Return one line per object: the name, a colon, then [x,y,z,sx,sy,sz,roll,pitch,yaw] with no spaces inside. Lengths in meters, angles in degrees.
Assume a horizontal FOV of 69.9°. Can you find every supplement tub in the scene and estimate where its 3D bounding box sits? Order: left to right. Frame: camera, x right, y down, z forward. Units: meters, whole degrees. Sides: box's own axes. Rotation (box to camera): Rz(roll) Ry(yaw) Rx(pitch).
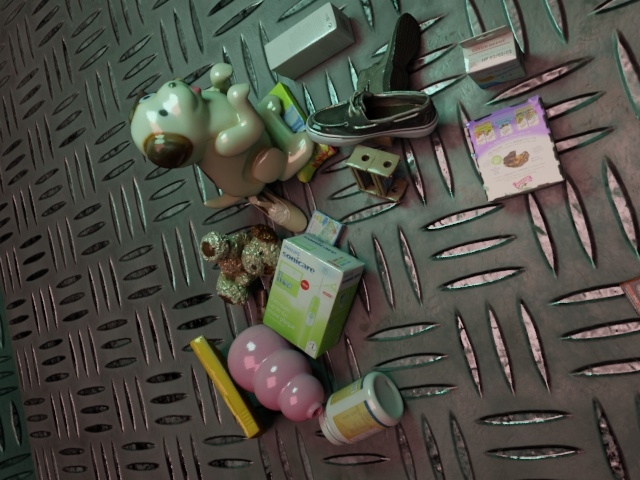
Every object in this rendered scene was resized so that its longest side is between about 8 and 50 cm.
supplement tub: [0.107,0.458,1.237,0.200,0.144,0.144,-38,73,27]

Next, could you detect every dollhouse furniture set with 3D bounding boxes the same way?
dollhouse furniture set: [0.179,-0.221,1.194,0.129,0.129,0.183,23,74,28]

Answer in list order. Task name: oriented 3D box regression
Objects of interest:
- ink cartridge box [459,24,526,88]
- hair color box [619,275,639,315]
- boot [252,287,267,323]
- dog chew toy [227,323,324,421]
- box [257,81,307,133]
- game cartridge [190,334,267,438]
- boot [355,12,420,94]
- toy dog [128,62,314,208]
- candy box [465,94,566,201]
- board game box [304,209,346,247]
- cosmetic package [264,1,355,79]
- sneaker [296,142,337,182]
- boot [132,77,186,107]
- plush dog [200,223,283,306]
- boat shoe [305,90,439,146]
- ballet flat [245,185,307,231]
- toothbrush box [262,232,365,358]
ink cartridge box: [0.380,-0.396,1.005,0.105,0.181,0.061,-9,87,32]
hair color box: [0.693,0.091,0.919,0.141,0.043,0.071,-32,75,28]
boot: [-0.170,0.205,1.461,0.107,0.037,0.114,-10,82,29]
dog chew toy: [-0.120,0.387,1.317,0.332,0.207,0.206,32,109,38]
box: [-0.108,-0.374,1.386,0.109,0.042,0.178,-38,73,28]
game cartridge: [-0.276,0.461,1.415,0.053,0.285,0.323,-31,71,-13]
boot: [0.159,-0.460,1.192,0.161,0.084,0.246,2,74,53]
toy dog: [-0.297,-0.280,1.225,0.395,0.408,0.284,-43,59,27]
candy box: [0.443,-0.201,1.042,0.165,0.070,0.196,-16,83,31]
board game box: [0.000,0.000,1.348,0.104,0.026,0.154,32,108,26]
cosmetic package: [-0.031,-0.554,1.289,0.231,0.117,0.085,-18,82,29]
sneaker: [-0.002,-0.254,1.306,0.094,0.081,0.208,32,108,24]
boot: [-0.593,-0.501,1.648,0.207,0.090,0.248,37,114,22]
plush dog: [-0.211,0.053,1.418,0.226,0.210,0.262,-4,119,18]
boat shoe: [0.114,-0.316,1.118,0.336,0.119,0.121,-2,63,19]
ballet flat: [-0.151,-0.102,1.404,0.248,0.086,0.086,36,110,25]
toothbrush box: [-0.025,0.152,1.295,0.206,0.122,0.283,29,115,27]
